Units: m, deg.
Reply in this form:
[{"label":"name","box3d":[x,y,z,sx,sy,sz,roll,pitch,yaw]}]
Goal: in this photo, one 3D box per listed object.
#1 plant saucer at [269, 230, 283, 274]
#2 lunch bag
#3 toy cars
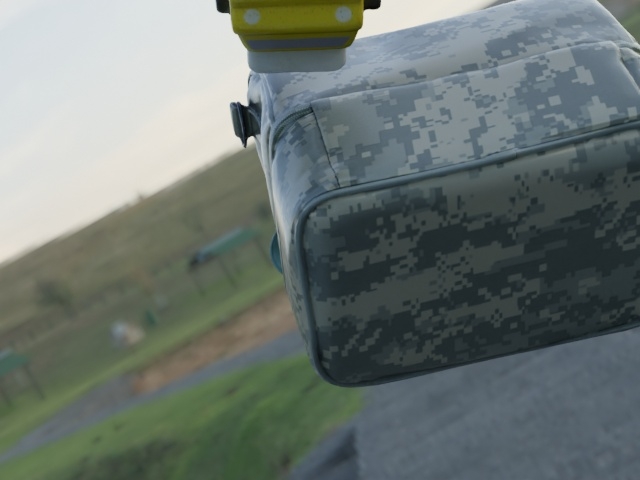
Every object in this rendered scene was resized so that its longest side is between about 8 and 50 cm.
[{"label":"plant saucer","box3d":[0.000,0.000,1.940,0.119,0.119,0.021,-30,40,15]},{"label":"lunch bag","box3d":[0.102,-0.062,1.244,0.305,0.212,0.256,-13,44,-5]},{"label":"toy cars","box3d":[-0.086,-0.178,1.143,0.176,0.087,0.394,-20,30,-38]}]
